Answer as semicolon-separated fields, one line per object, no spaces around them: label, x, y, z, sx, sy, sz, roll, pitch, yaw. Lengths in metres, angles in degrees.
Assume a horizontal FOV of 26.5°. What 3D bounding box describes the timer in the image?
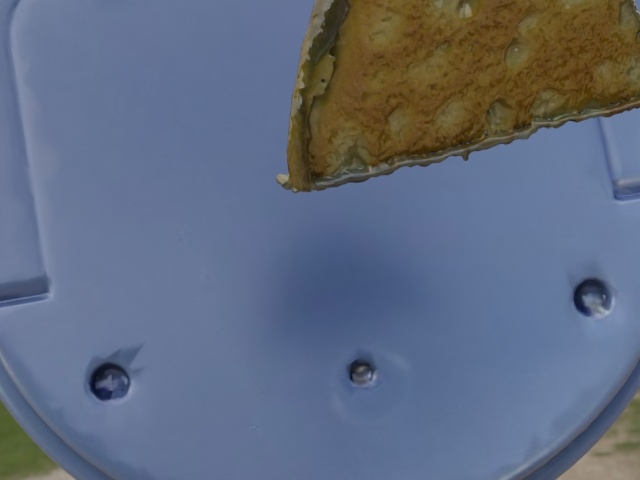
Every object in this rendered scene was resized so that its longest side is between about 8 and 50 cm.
timer;0.000;0.000;0.712;0.395;0.395;0.173;-5;-9;-5

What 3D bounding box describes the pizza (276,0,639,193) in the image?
pizza;0.048;-0.056;0.369;0.108;0.123;0.026;20;20;-26
